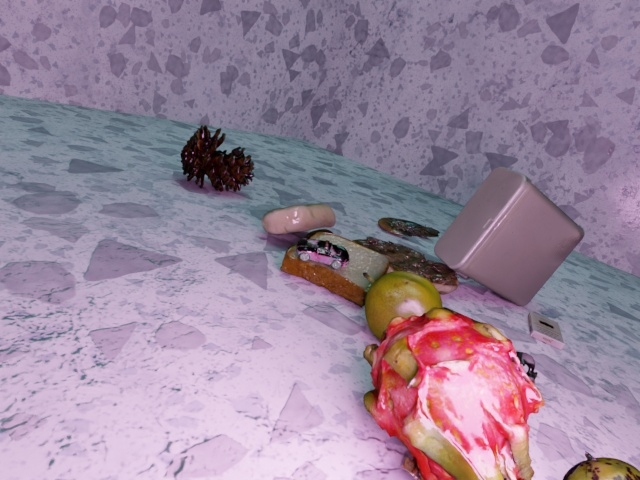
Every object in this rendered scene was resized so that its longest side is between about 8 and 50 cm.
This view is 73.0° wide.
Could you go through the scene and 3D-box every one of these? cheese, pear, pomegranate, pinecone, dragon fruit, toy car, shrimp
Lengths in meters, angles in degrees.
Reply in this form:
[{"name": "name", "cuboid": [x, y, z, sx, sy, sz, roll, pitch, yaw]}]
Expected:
[{"name": "cheese", "cuboid": [-0.073, -0.071, 1.414, 0.159, 0.092, 0.263, -10, 1, 31]}, {"name": "pear", "cuboid": [0.171, 0.139, 0.991, 0.216, 0.166, 0.180, 42, 42, 22]}, {"name": "pomegranate", "cuboid": [0.424, 0.391, 0.622, 0.122, 0.122, 0.161, 11, 46, -19]}, {"name": "pinecone", "cuboid": [-0.385, -0.303, 1.663, 0.292, 0.246, 0.246, 21, 15, -26]}, {"name": "dragon fruit", "cuboid": [0.195, 0.242, 0.655, 0.231, 0.236, 0.302, -14, 41, -20]}, {"name": "toy car", "cuboid": [0.008, 0.027, 1.118, 0.142, 0.055, 0.069, 14, 32, 3]}, {"name": "shrimp", "cuboid": [0.398, -0.043, 1.917, 0.297, 0.058, 0.169, 12, 26, -5]}]

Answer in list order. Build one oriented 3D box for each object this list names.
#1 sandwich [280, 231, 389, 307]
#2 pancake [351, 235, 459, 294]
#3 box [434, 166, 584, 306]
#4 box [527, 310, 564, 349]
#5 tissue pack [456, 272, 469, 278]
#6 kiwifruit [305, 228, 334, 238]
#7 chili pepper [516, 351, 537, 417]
[{"name": "sandwich", "cuboid": [0.049, 0.072, 1.202, 0.251, 0.086, 0.226, 24, 32, 17]}, {"name": "pancake", "cuboid": [0.279, 0.076, 1.430, 0.383, 0.071, 0.382, 17, 15, -5]}, {"name": "box", "cuboid": [0.619, -0.002, 1.420, 0.344, 0.351, 0.177, 29, 13, -24]}, {"name": "box", "cuboid": [0.684, 0.270, 1.319, 0.090, 0.024, 0.167, 24, 19, 17]}, {"name": "tissue pack", "cuboid": [0.528, 0.109, 1.619, 0.083, 0.034, 0.063, 32, 23, 37]}, {"name": "kiwifruit", "cuboid": [0.000, 0.000, 1.392, 0.075, 0.075, 0.125, 27, 25, 27]}, {"name": "chili pepper", "cuboid": [0.338, 0.258, 0.896, 0.148, 0.116, 0.264, 12, 18, -7]}]
